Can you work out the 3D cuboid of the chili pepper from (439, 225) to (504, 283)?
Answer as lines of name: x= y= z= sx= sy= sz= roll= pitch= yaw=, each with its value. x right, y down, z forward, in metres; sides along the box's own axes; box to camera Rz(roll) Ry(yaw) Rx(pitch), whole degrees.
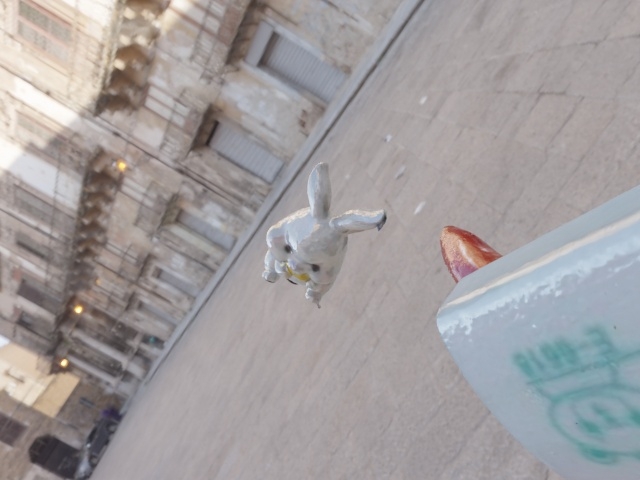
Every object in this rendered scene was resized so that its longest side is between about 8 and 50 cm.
chili pepper: x=0.176 y=0.031 z=0.657 sx=0.065 sy=0.088 sz=0.169 roll=-58 pitch=35 yaw=19

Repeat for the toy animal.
toy animal: x=-0.004 y=0.005 z=0.506 sx=0.085 sy=0.071 sz=0.124 roll=-46 pitch=-8 yaw=-17

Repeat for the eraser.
eraser: x=0.219 y=0.050 z=0.333 sx=0.104 sy=0.189 sz=0.290 roll=-51 pitch=5 yaw=-35
